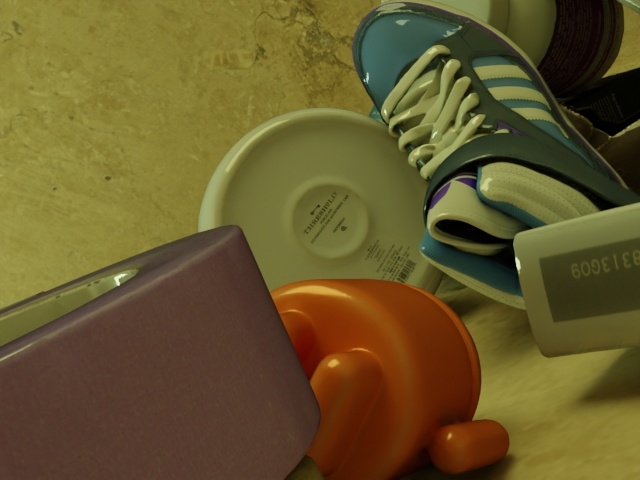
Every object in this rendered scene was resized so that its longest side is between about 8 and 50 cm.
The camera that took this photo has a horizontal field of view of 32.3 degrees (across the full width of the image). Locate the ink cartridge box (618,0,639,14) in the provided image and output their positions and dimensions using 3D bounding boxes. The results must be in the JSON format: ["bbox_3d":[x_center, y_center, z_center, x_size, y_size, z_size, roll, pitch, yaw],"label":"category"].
[{"bbox_3d":[0.367,-0.269,1.129,0.330,0.071,0.324,3,32,-40],"label":"ink cartridge box"}]

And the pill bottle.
[{"bbox_3d":[0.195,-0.235,1.180,0.169,0.169,0.302,-19,-5,35],"label":"pill bottle"}]

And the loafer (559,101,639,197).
[{"bbox_3d":[0.255,-0.076,1.109,0.366,0.130,0.134,-22,8,17],"label":"loafer"}]

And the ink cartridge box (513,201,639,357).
[{"bbox_3d":[0.361,-0.017,0.702,0.385,0.091,0.308,-9,-5,-42],"label":"ink cartridge box"}]

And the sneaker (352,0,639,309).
[{"bbox_3d":[0.116,-0.077,0.895,0.130,0.323,0.236,-49,-11,27],"label":"sneaker"}]

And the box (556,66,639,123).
[{"bbox_3d":[0.291,-0.111,1.318,0.207,0.108,0.153,-28,8,-25],"label":"box"}]

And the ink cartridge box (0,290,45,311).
[{"bbox_3d":[-0.299,0.161,1.061,0.127,0.176,0.128,-22,8,1],"label":"ink cartridge box"}]

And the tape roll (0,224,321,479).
[{"bbox_3d":[-0.142,0.087,0.456,0.275,0.090,0.275,-24,6,3],"label":"tape roll"}]

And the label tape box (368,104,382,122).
[{"bbox_3d":[0.061,-0.026,1.313,0.333,0.106,0.240,-63,6,5],"label":"label tape box"}]

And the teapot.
[{"bbox_3d":[0.000,0.000,1.073,0.256,0.252,0.187,-11,-12,-9],"label":"teapot"}]

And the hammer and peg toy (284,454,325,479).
[{"bbox_3d":[-0.146,0.205,0.464,0.361,0.127,0.266,-18,10,41],"label":"hammer and peg toy"}]

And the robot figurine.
[{"bbox_3d":[0.020,0.084,0.663,0.158,0.128,0.219,-13,-8,23],"label":"robot figurine"}]
